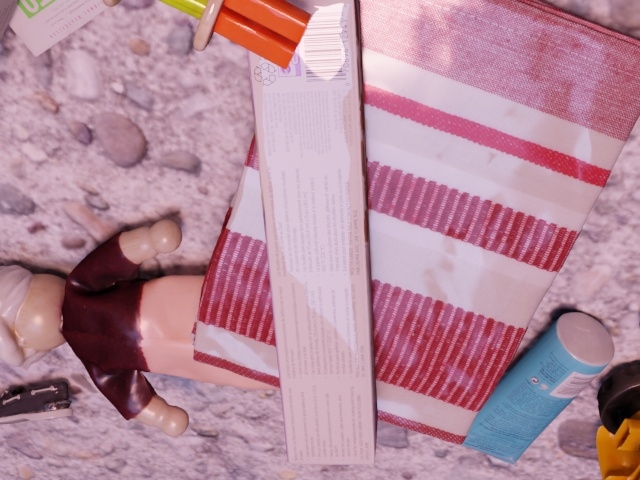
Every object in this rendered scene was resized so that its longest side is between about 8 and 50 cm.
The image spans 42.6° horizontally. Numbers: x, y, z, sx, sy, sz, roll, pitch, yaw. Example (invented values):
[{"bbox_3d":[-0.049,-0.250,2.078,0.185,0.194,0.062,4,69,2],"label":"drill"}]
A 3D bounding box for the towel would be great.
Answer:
[{"bbox_3d":[0.058,-0.019,0.578,0.237,0.037,0.329,19,115,-4],"label":"towel"}]

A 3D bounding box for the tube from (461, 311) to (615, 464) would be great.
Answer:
[{"bbox_3d":[0.185,0.144,0.736,0.080,0.052,0.207,24,135,-2],"label":"tube"}]

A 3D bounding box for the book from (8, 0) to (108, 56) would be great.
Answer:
[{"bbox_3d":[-0.194,-0.206,0.533,0.096,0.035,0.144,-24,118,26],"label":"book"}]

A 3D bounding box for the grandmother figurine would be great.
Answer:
[{"bbox_3d":[-0.145,0.077,0.719,0.342,0.104,0.208,5,103,11],"label":"grandmother figurine"}]

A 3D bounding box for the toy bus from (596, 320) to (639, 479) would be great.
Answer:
[{"bbox_3d":[0.352,0.150,0.647,0.211,0.149,0.220,6,128,-4],"label":"toy bus"}]

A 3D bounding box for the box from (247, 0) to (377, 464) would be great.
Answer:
[{"bbox_3d":[0.000,0.000,0.536,0.067,0.063,0.324,-2,115,7],"label":"box"}]

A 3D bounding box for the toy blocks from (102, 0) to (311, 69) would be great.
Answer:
[{"bbox_3d":[-0.019,-0.145,0.416,0.148,0.054,0.123,23,97,-9],"label":"toy blocks"}]

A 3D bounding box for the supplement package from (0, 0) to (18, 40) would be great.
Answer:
[{"bbox_3d":[-0.262,-0.206,0.437,0.204,0.145,0.262,34,122,-10],"label":"supplement package"}]

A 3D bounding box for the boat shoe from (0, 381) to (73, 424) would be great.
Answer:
[{"bbox_3d":[-0.314,0.172,0.864,0.125,0.038,0.046,-11,168,27],"label":"boat shoe"}]
